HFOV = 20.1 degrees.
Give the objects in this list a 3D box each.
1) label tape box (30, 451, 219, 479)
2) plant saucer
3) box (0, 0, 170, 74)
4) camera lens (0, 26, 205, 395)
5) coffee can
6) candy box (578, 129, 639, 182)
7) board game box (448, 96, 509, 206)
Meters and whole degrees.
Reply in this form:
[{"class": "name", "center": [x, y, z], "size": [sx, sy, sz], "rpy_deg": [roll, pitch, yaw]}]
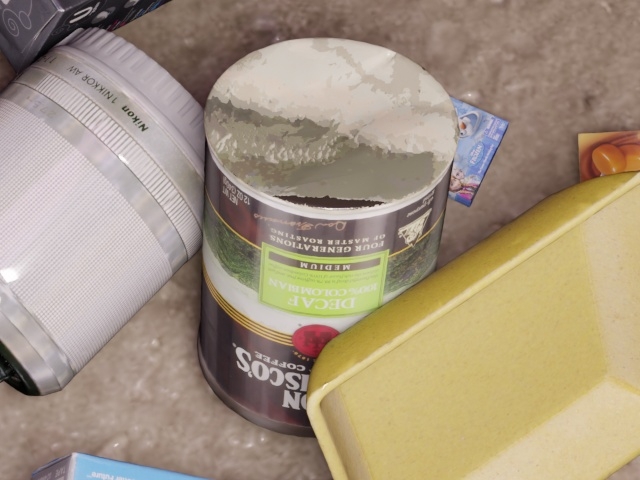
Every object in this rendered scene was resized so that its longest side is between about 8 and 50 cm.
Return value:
[{"class": "label tape box", "center": [-0.121, 0.363, 1.419], "size": [0.249, 0.115, 0.348], "rpy_deg": [15, 69, -25]}, {"class": "plant saucer", "center": [0.141, 0.118, 1.482], "size": [0.332, 0.333, 0.081], "rpy_deg": [-33, 48, -13]}, {"class": "box", "center": [-0.193, -0.295, 1.642], "size": [0.270, 0.143, 0.165], "rpy_deg": [-33, 87, -31]}, {"class": "camera lens", "center": [-0.229, -0.020, 1.552], "size": [0.219, 0.219, 0.274], "rpy_deg": [40, 73, 13]}, {"class": "coffee can", "center": [0.000, 0.000, 1.491], "size": [0.201, 0.275, 0.201], "rpy_deg": [2, 46, -2]}, {"class": "candy box", "center": [0.293, -0.008, 1.639], "size": [0.109, 0.053, 0.187], "rpy_deg": [-3, 70, 10]}, {"class": "board game box", "center": [0.118, -0.089, 1.692], "size": [0.090, 0.020, 0.090], "rpy_deg": [23, 71, 9]}]
